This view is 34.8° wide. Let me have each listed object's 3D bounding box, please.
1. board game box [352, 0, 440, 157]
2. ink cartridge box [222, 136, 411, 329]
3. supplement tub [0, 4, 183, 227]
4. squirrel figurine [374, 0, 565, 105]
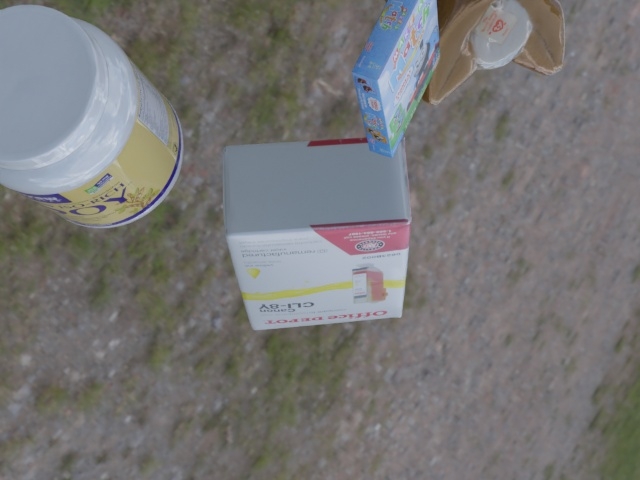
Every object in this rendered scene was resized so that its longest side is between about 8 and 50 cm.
[{"bbox_3d":[0.097,-0.215,1.250,0.160,0.039,0.211,-64,163,-14],"label":"board game box"},{"bbox_3d":[0.000,0.000,1.671,0.384,0.279,0.160,85,0,-64],"label":"ink cartridge box"},{"bbox_3d":[-0.341,-0.161,1.400,0.241,0.241,0.331,-55,166,-4],"label":"supplement tub"},{"bbox_3d":[0.217,-0.486,1.794,0.281,0.370,0.397,-21,134,-13],"label":"squirrel figurine"}]
